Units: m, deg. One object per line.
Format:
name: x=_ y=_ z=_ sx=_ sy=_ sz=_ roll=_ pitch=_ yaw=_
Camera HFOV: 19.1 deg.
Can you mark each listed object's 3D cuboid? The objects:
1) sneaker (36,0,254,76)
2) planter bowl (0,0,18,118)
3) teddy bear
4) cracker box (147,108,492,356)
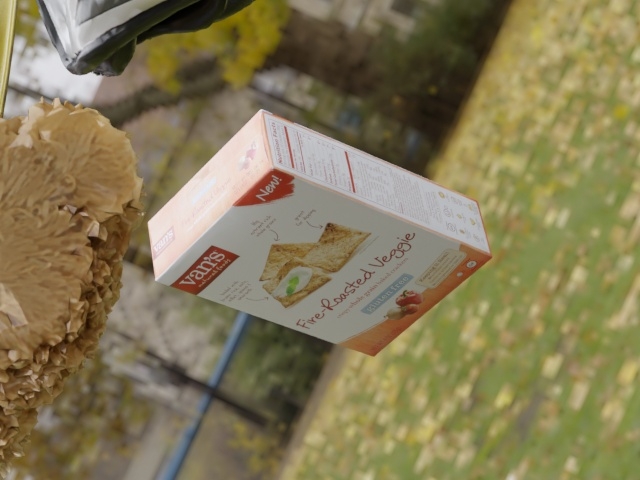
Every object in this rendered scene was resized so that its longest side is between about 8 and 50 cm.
sneaker: x=-0.174 y=-0.206 z=0.884 sx=0.169 sy=0.447 sz=0.257 roll=-28 pitch=-57 yaw=-42
planter bowl: x=-0.227 y=-0.119 z=1.048 sx=0.217 sy=0.090 sz=0.217 roll=-174 pitch=90 yaw=-72
teddy bear: x=-0.236 y=-0.037 z=0.755 sx=0.113 sy=0.338 sz=0.245 roll=115 pitch=162 yaw=-78
cracker box: x=0.000 y=0.000 z=1.532 sx=0.156 sy=0.232 sz=0.067 roll=-43 pitch=41 yaw=34
